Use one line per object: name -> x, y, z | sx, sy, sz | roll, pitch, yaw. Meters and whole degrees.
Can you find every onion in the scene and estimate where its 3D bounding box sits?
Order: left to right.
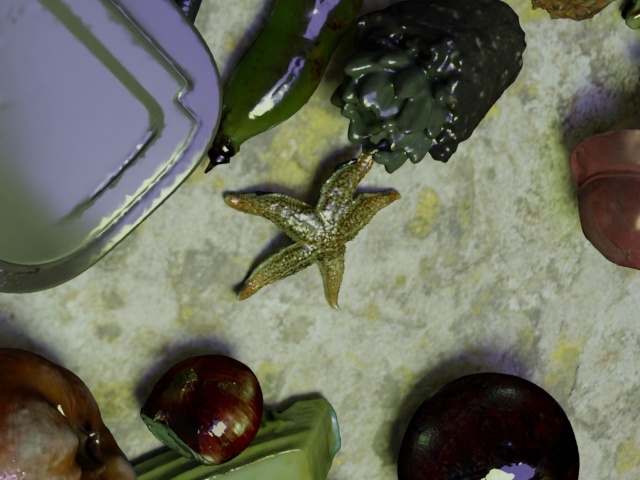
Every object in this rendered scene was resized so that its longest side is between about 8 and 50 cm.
onion -> -0.111, 0.163, 0.888 | 0.118, 0.117, 0.119 | -30, 132, -39

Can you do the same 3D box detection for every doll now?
doll -> 0.384, -0.092, 1.012 | 0.196, 0.152, 0.256 | 42, 80, -16

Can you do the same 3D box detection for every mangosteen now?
mangosteen -> 0.198, 0.257, 1.020 | 0.216, 0.216, 0.216 | -9, 112, -23

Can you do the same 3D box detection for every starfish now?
starfish -> 0.000, 0.000, 0.926 | 0.208, 0.053, 0.176 | -26, 128, -9

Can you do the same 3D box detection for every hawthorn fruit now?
hawthorn fruit -> -0.285, 0.210, 0.751 | 0.263, 0.231, 0.235 | -12, 103, -28

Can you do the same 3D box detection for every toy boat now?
toy boat -> -0.093, 0.258, 0.949 | 0.276, 0.084, 0.111 | -18, 119, -20

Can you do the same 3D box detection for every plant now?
plant -> 0.094, -0.153, 0.850 | 0.194, 0.132, 0.129 | -38, 145, -23

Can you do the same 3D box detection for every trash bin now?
trash bin -> -0.215, -0.109, 0.639 | 0.219, 0.250, 0.220 | -43, 110, -4

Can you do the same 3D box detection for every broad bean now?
broad bean -> -0.013, -0.201, 0.828 | 0.077, 0.061, 0.339 | 29, 94, -11

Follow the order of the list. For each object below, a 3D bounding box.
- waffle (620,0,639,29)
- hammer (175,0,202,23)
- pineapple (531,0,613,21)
waffle -> 0.423, -0.322, 1.004 | 0.223, 0.054, 0.204 | -5, 111, -26
hammer -> -0.132, -0.165, 0.806 | 0.103, 0.029, 0.246 | 21, 97, -30
pineapple -> 0.186, -0.309, 0.859 | 0.248, 0.128, 0.128 | 23, 98, -26
